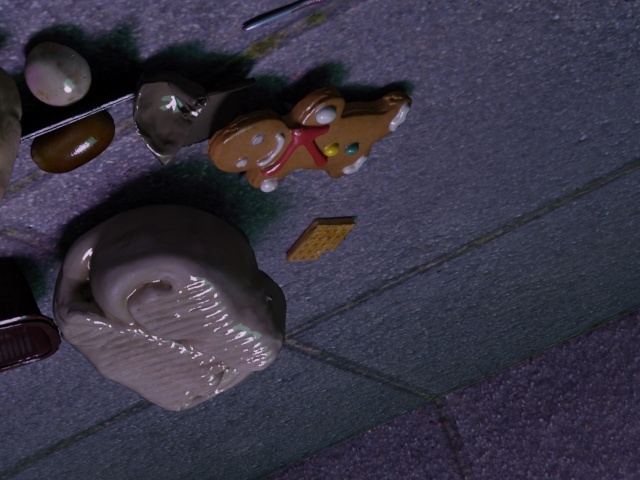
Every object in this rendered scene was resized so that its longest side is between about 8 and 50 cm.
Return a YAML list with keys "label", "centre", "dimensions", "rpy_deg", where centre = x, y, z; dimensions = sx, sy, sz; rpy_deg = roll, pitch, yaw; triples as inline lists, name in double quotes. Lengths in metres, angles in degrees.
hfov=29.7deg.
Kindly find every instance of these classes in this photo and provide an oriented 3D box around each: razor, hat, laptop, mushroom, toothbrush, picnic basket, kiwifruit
- label: "razor"
  centre: [-0.065, -0.140, 1.840]
  dimensions: [0.084, 0.035, 0.211]
  rpy_deg: [2, 148, -37]
- label: "hat"
  centre: [-0.174, -0.188, 1.628]
  dimensions: [0.175, 0.085, 0.147]
  rpy_deg: [-30, 164, -43]
- label: "laptop"
  centre: [-0.309, -0.168, 1.515]
  dimensions: [0.180, 0.016, 0.129]
  rpy_deg: [-22, -160, 4]
- label: "mushroom"
  centre: [-0.317, -0.203, 1.462]
  dimensions: [0.084, 0.067, 0.083]
  rpy_deg: [12, 141, 10]
- label: "toothbrush"
  centre: [-0.010, -0.304, 1.547]
  dimensions: [0.193, 0.019, 0.013]
  rpy_deg: [-19, 157, 4]
- label: "picnic basket"
  centre: [-0.575, 0.138, 1.932]
  dimensions: [0.297, 0.129, 0.222]
  rpy_deg: [-15, 158, -10]
- label: "kiwifruit"
  centre: [-0.328, -0.134, 1.605]
  dimensions: [0.124, 0.075, 0.075]
  rpy_deg: [-31, 155, 15]

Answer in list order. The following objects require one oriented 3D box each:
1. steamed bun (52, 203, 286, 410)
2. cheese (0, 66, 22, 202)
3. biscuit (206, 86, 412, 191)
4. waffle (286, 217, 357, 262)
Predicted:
- label: "steamed bun"
  centre: [-0.227, 0.084, 1.935]
  dimensions: [0.343, 0.255, 0.367]
  rpy_deg: [-19, 133, 24]
- label: "cheese"
  centre: [-0.451, -0.113, 1.389]
  dimensions: [0.235, 0.218, 0.117]
  rpy_deg: [-45, 160, 2]
- label: "biscuit"
  centre: [-0.021, -0.140, 1.767]
  dimensions: [0.340, 0.047, 0.216]
  rpy_deg: [-4, 146, -48]
- label: "waffle"
  centre: [0.000, 0.000, 2.213]
  dimensions: [0.092, 0.021, 0.135]
  rpy_deg: [-5, 152, -31]
